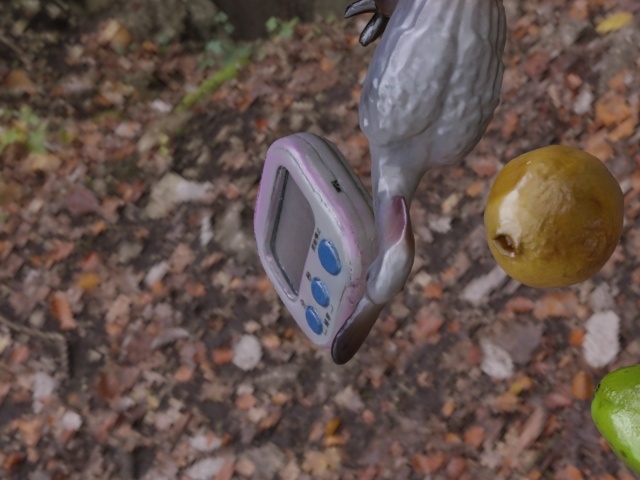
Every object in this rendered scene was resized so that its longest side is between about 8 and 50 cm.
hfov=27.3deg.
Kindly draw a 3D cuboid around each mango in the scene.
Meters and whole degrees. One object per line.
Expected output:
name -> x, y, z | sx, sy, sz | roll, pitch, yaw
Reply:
mango -> 0.368, 0.197, 1.391 | 0.119, 0.100, 0.178 | -37, 52, -18

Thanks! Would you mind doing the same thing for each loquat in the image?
loquat -> 0.364, -0.035, 2.047 | 0.193, 0.238, 0.238 | -15, 52, 49

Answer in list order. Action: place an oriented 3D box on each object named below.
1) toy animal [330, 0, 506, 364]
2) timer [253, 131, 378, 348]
toy animal -> 0.069, -0.093, 0.900 | 0.195, 0.090, 0.324 | 130, 147, -61
timer -> 0.000, 0.000, 1.369 | 0.069, 0.208, 0.190 | -19, 58, -24
